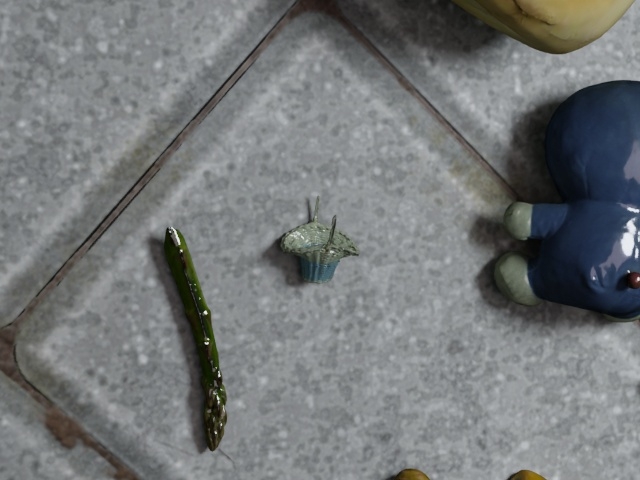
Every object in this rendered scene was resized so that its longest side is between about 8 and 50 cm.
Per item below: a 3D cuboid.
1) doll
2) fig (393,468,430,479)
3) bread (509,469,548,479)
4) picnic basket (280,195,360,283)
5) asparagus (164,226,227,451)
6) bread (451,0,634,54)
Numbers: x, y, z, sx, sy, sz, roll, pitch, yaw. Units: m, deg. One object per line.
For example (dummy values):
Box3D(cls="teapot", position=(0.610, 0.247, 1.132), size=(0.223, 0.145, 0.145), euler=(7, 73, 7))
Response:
Box3D(cls="doll", position=(0.315, -0.045, 1.668), size=(0.228, 0.154, 0.258), euler=(13, 81, -17))
Box3D(cls="fig", position=(0.110, 0.278, 1.646), size=(0.083, 0.050, 0.050), euler=(36, 80, -29))
Box3D(cls="bread", position=(0.249, 0.302, 1.698), size=(0.103, 0.049, 0.062), euler=(39, 79, -16))
Box3D(cls="picnic basket", position=(0.000, 0.000, 1.586), size=(0.083, 0.065, 0.083), euler=(0, 114, -12))
Box3D(cls="asparagus", position=(-0.123, 0.098, 1.558), size=(0.034, 0.027, 0.236), euler=(-14, 98, -15))
Box3D(cls="bread", position=(0.232, -0.405, 1.540), size=(0.348, 0.253, 0.376), euler=(32, 95, -34))
